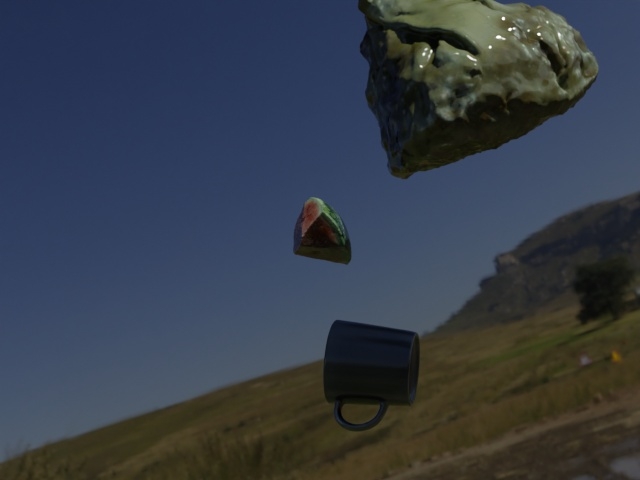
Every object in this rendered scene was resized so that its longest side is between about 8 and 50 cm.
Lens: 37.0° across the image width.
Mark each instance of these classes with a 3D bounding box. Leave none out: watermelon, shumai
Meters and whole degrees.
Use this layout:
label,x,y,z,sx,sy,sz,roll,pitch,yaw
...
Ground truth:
label,x,y,z,sx,sy,sz,roll,pitch,yaw
watermelon,0.002,-0.003,1.202,0.072,0.092,0.084,-24,20,15
shumai,0.155,-0.254,1.210,0.291,0.289,0.330,-16,11,40

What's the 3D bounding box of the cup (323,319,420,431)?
label,x,y,z,sx,sy,sz,roll,pitch,yaw
cup,0.046,0.125,0.870,0.077,0.100,0.078,4,-21,14
